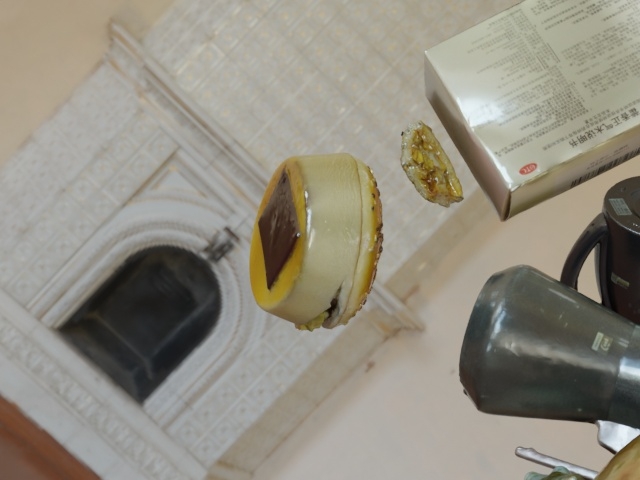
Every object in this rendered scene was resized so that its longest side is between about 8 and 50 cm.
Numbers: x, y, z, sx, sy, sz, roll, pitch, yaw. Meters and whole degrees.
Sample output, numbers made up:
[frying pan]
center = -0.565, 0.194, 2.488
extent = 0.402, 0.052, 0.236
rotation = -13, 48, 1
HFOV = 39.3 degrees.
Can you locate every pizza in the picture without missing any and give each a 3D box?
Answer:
[pizza]
center = 0.205, -0.152, 1.747
extent = 0.161, 0.062, 0.182
rotation = -9, 76, -50

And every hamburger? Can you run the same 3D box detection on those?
[hamburger]
center = 0.000, 0.000, 1.456
extent = 0.176, 0.300, 0.300
rotation = 11, 15, -20

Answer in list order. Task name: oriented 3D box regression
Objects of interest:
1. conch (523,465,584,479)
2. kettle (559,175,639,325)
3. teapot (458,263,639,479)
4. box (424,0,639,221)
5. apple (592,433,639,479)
[conch]
center = 0.353, 0.449, 1.258
extent = 0.170, 0.203, 0.386
rotation = 7, -48, 36
[kettle]
center = 0.573, 0.052, 1.632
extent = 0.207, 0.268, 0.290
rotation = -87, 175, -52
[teapot]
center = 0.402, 0.212, 1.403
extent = 0.344, 0.300, 0.253
rotation = 15, -16, 25
[box]
center = 0.228, -0.141, 0.849
extent = 0.168, 0.212, 0.095
rotation = 63, -2, 21
[apple]
center = 0.431, 0.354, 0.884
extent = 0.391, 0.346, 0.391
rotation = 28, -34, 21
